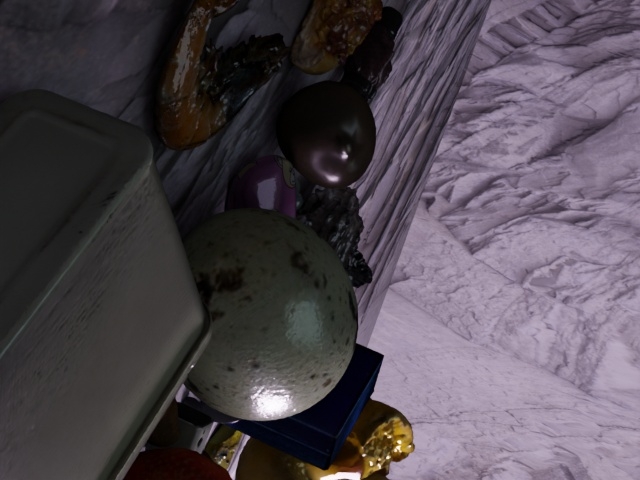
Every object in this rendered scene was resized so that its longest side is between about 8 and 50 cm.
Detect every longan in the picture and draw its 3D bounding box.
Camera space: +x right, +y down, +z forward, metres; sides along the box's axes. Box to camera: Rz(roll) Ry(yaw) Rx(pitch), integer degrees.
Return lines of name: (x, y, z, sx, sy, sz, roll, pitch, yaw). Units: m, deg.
longan: (0.012, -0.177, 1.436, 0.189, 0.189, 0.189, -60, 166, -26)

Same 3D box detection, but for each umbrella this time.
umbrella: (0.078, -0.308, 1.650, 0.326, 0.094, 0.090, -62, -179, -18)

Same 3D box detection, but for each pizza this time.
pizza: (0.050, -0.385, 1.415, 0.289, 0.081, 0.228, -48, 158, -50)

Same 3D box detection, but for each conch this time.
conch: (0.010, -0.009, 1.778, 0.313, 0.186, 0.240, 56, 42, -59)

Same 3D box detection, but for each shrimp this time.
shrimp: (-0.112, -0.237, 1.069, 0.290, 0.054, 0.222, -46, 156, -48)

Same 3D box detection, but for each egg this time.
egg: (-0.092, 0.105, 1.247, 0.287, 0.288, 0.379, -62, 152, -21)

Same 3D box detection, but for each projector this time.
projector: (-0.240, 0.334, 1.488, 0.083, 0.083, 0.082, -2, 114, -77)

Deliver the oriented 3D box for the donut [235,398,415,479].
donut: (0.001, 0.476, 1.718, 0.435, 0.378, 0.163, -87, 167, -60)

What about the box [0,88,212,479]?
box: (-0.263, 0.102, 0.792, 0.351, 0.178, 0.343, -59, 164, -30)

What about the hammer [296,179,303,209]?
hammer: (-0.098, -0.011, 1.560, 0.226, 0.041, 0.159, -64, 167, -10)

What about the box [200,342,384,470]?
box: (-0.053, 0.281, 1.721, 0.261, 0.279, 0.116, -52, 158, -51)

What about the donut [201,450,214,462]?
donut: (-0.235, 0.532, 1.741, 0.112, 0.151, 0.294, -66, 172, -56)

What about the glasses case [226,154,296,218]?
glasses case: (-0.101, 0.006, 1.434, 0.123, 0.076, 0.316, -28, 137, -39)

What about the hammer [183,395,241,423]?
hammer: (-0.146, 0.193, 1.590, 0.037, 0.137, 0.289, 82, 23, -80)

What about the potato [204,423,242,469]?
potato: (-0.211, 0.457, 1.905, 0.198, 0.054, 0.119, -57, 162, -36)

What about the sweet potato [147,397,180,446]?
sweet potato: (-0.250, 0.238, 1.258, 0.097, 0.097, 0.292, -63, 166, -16)

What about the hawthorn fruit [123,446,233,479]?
hawthorn fruit: (-0.242, 0.452, 1.328, 0.287, 0.287, 0.330, -63, -170, -18)
